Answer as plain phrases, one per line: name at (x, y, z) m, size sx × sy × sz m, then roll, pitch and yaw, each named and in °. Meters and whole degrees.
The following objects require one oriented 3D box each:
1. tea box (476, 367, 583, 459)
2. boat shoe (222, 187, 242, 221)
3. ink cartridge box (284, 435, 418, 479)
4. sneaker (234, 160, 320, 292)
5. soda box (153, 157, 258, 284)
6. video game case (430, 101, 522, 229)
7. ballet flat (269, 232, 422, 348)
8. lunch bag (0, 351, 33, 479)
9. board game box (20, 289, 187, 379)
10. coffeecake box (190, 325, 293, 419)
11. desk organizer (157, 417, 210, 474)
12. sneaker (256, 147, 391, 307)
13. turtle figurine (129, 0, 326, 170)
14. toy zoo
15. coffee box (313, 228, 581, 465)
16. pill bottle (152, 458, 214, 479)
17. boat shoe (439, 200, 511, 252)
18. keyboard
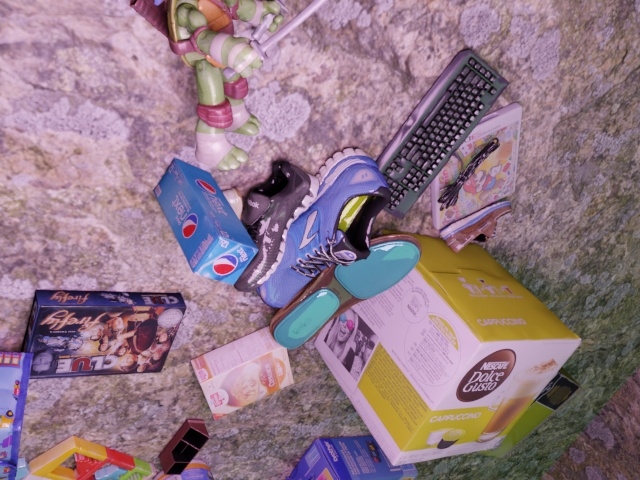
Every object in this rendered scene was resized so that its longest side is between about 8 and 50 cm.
tea box at (0.519, 0.429, 1.715) m, size 0.329 × 0.220 × 0.323 m, roll -46°, pitch 136°, yaw 11°
boat shoe at (-0.158, -0.025, 0.998) m, size 0.045 × 0.050 × 0.136 m, roll -9°, pitch 121°, yaw -23°
ink cartridge box at (0.049, 0.704, 1.702) m, size 0.395 × 0.151 × 0.270 m, roll 14°, pitch 117°, yaw -39°
sneaker at (-0.094, -0.031, 0.973) m, size 0.106 × 0.078 × 0.234 m, roll 40°, pitch 76°, yaw -46°
soda box at (-0.171, -0.032, 0.860) m, size 0.071 × 0.210 × 0.067 m, roll 22°, pitch 113°, yaw -43°
video game case at (0.318, -0.147, 1.220) m, size 0.206 × 0.026 × 0.227 m, roll -26°, pitch 137°, yaw -12°
ballet flat at (0.040, 0.081, 1.163) m, size 0.342 × 0.124 × 0.116 m, roll -40°, pitch 110°, yaw 13°
lunch bag at (-0.594, 0.306, 0.941) m, size 0.220 × 0.138 × 0.293 m, roll 8°, pitch 133°, yaw -24°
board game box at (-0.371, 0.162, 1.021) m, size 0.243 × 0.042 × 0.165 m, roll 5°, pitch 124°, yaw -36°
coffeecake box at (-0.160, 0.275, 1.242) m, size 0.185 × 0.068 × 0.142 m, roll -22°, pitch 137°, yaw -15°
desk organizer at (-0.303, 0.459, 1.321) m, size 0.047 × 0.050 × 0.130 m, roll 21°, pitch 113°, yaw -43°
sneaker at (0.000, 0.000, 1.049) m, size 0.129 × 0.147 × 0.330 m, roll 20°, pitch 114°, yaw -43°
turtle figurine at (-0.084, -0.233, 0.754) m, size 0.274 × 0.198 × 0.266 m, roll -14°, pitch 137°, yaw -19°
toy zoo at (-0.510, 0.500, 1.235) m, size 0.192 × 0.030 × 0.293 m, roll -38°, pitch 138°, yaw 1°
coffee box at (0.257, 0.217, 1.266) m, size 0.337 × 0.338 × 0.335 m, roll 7°, pitch 122°, yaw -38°
pill bottle at (-0.282, 0.651, 1.339) m, size 0.152 × 0.272 × 0.152 m, roll -18°, pitch 135°, yaw -19°
boat shoe at (0.347, -0.028, 1.296) m, size 0.183 × 0.066 × 0.066 m, roll -25°, pitch 172°, yaw -14°
keyboard at (0.234, -0.169, 1.103) m, size 0.201 × 0.033 × 0.317 m, roll 28°, pitch 110°, yaw -27°
